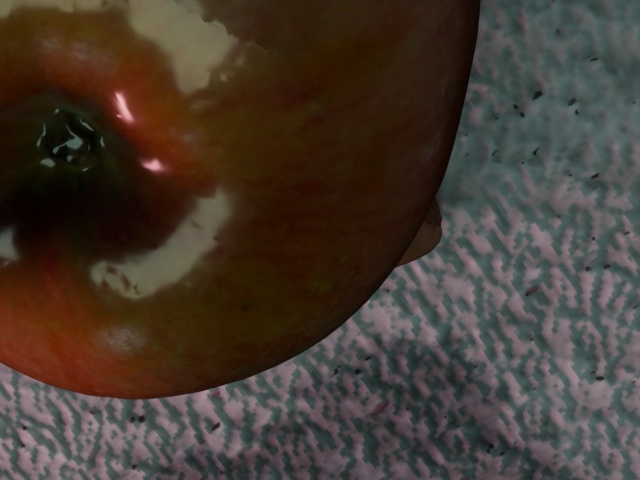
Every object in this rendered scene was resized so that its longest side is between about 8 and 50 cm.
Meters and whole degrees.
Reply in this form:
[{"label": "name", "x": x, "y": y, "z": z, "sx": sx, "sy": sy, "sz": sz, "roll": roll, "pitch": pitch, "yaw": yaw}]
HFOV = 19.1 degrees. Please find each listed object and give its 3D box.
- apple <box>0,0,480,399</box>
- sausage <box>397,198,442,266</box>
[{"label": "apple", "x": -0.053, "y": -0.057, "z": 0.535, "sx": 0.209, "sy": 0.164, "sz": 0.209, "roll": 7, "pitch": 120, "yaw": 13}, {"label": "sausage", "x": 0.000, "y": 0.000, "z": 0.631, "sx": 0.083, "sy": 0.034, "sz": 0.034, "roll": -20, "pitch": 112, "yaw": 23}]
